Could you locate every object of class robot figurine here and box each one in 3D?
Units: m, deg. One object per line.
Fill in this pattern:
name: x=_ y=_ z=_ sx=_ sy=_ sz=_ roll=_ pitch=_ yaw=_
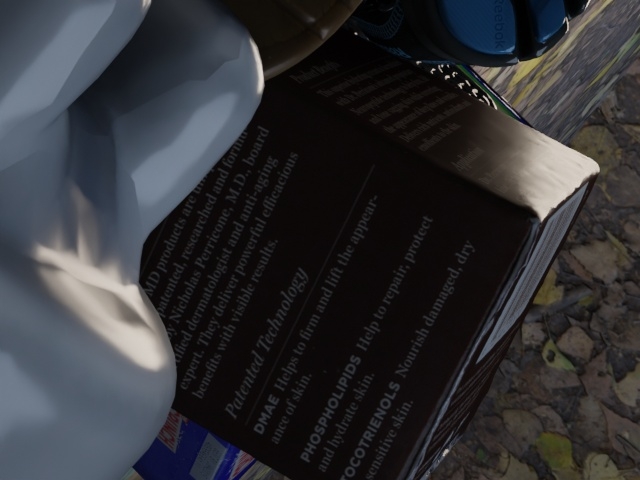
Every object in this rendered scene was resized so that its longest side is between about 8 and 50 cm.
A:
robot figurine: x=-0.173 y=0.048 z=0.438 sx=0.353 sy=0.200 sz=0.300 roll=-48 pitch=156 yaw=2

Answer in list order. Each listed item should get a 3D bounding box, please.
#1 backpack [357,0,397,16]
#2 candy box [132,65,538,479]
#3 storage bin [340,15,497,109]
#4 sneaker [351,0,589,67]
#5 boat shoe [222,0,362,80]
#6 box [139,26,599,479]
backpack: x=0.050 y=-0.178 z=0.921 sx=0.114 sy=0.084 sz=0.105 roll=-46 pitch=174 yaw=33
candy box: x=-0.010 y=0.035 z=1.481 sx=0.317 sy=0.122 sz=0.268 roll=-44 pitch=172 yaw=-28
storage bin: x=0.005 y=-0.042 z=1.195 sx=0.180 sy=0.122 sz=0.084 roll=-51 pitch=170 yaw=26
sneaker: x=0.139 y=-0.236 z=1.119 sx=0.341 sy=0.125 sz=0.139 roll=-48 pitch=-160 yaw=-17
boat shoe: x=-0.099 y=-0.069 z=0.670 sx=0.342 sy=0.123 sz=0.123 roll=-50 pitch=-157 yaw=-22
box: x=0.000 y=0.000 z=0.960 sx=0.167 sy=0.203 sz=0.168 roll=-65 pitch=169 yaw=18
